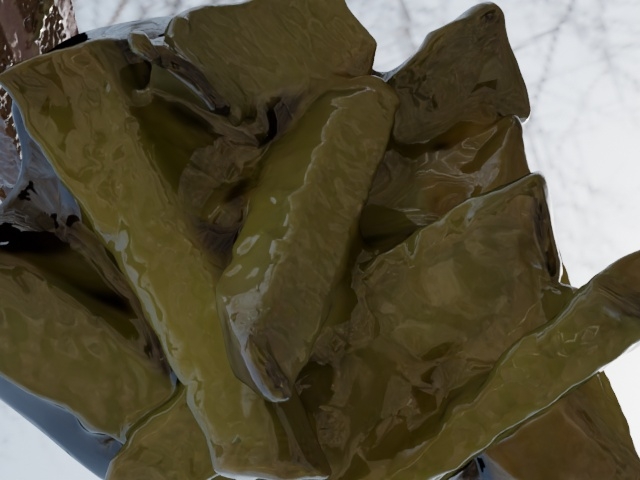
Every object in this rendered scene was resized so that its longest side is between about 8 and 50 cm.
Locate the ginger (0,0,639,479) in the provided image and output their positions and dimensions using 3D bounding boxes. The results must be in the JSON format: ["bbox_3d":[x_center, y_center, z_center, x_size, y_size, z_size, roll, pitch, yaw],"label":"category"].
[{"bbox_3d":[0.000,0.000,1.086,0.413,0.211,0.358,14,-99,-8],"label":"ginger"}]

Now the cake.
[{"bbox_3d":[-0.232,-0.146,1.367,0.112,0.295,0.116,20,-126,14],"label":"cake"}]
